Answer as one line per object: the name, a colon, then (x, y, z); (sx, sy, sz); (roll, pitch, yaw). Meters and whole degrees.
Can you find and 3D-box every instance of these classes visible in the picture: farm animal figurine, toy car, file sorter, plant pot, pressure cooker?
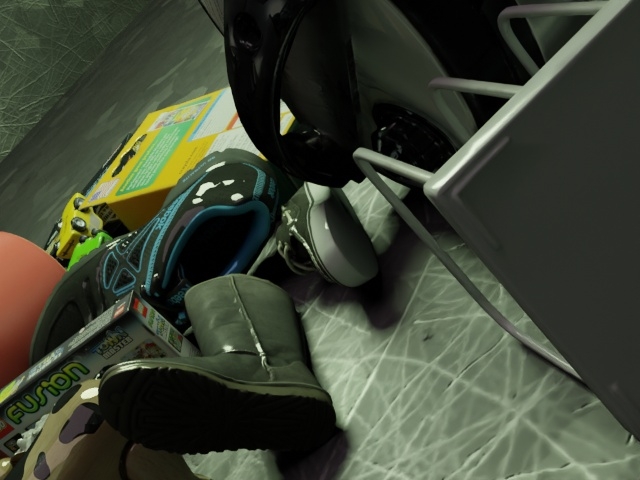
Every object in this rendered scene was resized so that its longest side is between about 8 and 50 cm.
farm animal figurine: (-0.202, 0.225, 0.686); (0.330, 0.172, 0.326); (-18, 34, 43)
toy car: (-0.308, 0.039, 1.236); (0.225, 0.053, 0.239); (-17, 54, 55)
file sorter: (0.185, -0.070, 0.562); (0.278, 0.193, 0.173); (-45, 21, -5)
plant pot: (-0.404, 0.133, 1.078); (0.275, 0.275, 0.243); (-22, 20, 39)
pressure cooker: (0.083, -0.239, 0.783); (0.420, 0.370, 0.375); (-49, 29, -12)

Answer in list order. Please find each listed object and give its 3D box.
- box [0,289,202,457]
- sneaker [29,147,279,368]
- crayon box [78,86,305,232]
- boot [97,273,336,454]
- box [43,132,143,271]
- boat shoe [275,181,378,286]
box: (-0.215, 0.147, 0.911); (0.207, 0.114, 0.036); (-35, 25, 16)
sneaker: (-0.175, 0.049, 0.964); (0.341, 0.125, 0.139); (-48, 20, 8)
crayon box: (-0.121, -0.105, 1.176); (0.323, 0.083, 0.203); (-11, 38, 36)
boot: (-0.088, 0.084, 0.770); (0.208, 0.190, 0.076); (-116, 44, -58)
box: (-0.344, -0.038, 1.448); (0.220, 0.051, 0.175); (-45, 22, 24)
boat shoe: (0.000, 0.000, 0.880); (0.070, 0.078, 0.219); (-38, 16, 9)
